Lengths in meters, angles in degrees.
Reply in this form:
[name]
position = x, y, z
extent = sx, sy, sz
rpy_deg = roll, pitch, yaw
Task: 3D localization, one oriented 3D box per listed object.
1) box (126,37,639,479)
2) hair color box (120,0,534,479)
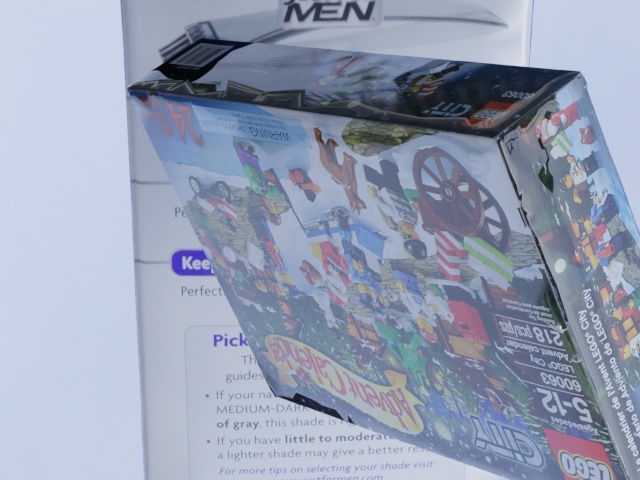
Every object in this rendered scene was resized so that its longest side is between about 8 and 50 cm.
[box]
position = 0.032, 0.007, 0.726
extent = 0.044, 0.159, 0.233
rpy_deg = -36, -154, -26
[hair color box]
position = 0.000, 0.000, 0.948
extent = 0.185, 0.339, 0.110
rpy_deg = -1, -151, -3
